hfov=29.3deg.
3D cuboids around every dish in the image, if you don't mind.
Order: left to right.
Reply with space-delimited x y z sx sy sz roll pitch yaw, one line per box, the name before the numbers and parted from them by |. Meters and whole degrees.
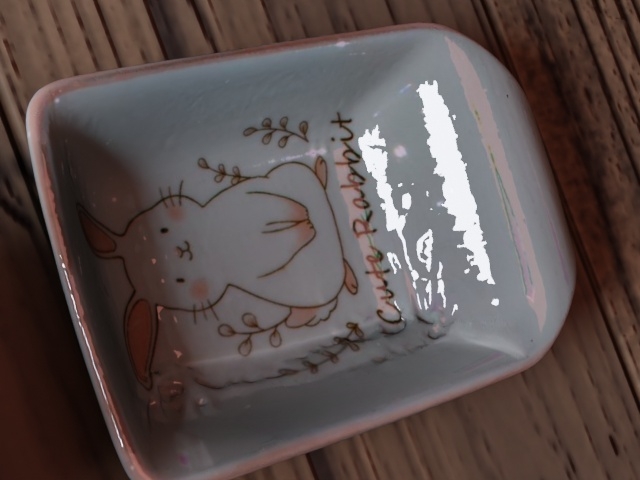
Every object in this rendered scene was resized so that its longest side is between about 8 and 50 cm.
dish | 0.000 0.000 0.500 0.234 0.064 0.154 -14 85 -29
